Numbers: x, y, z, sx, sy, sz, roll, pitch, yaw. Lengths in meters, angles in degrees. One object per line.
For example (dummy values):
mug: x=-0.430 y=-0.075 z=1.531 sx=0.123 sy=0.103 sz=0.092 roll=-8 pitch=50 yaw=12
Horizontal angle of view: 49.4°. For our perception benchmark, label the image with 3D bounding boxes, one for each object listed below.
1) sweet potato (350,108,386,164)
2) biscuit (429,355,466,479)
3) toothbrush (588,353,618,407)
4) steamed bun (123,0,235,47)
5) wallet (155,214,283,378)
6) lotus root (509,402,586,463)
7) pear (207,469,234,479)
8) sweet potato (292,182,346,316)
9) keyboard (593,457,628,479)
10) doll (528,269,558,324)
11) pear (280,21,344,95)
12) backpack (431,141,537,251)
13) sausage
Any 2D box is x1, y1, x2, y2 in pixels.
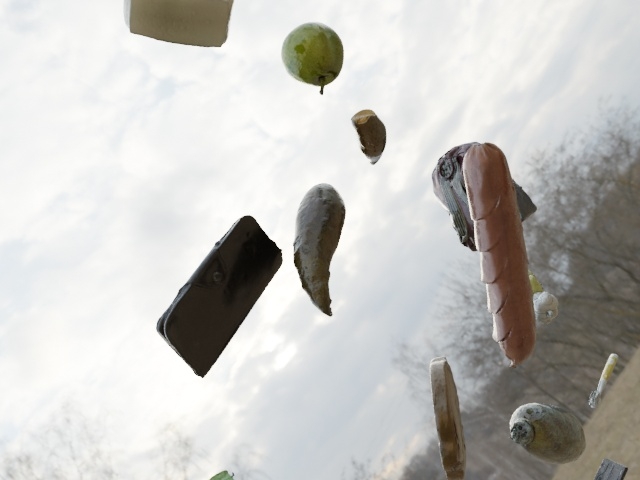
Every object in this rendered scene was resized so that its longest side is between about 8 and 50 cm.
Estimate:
sweet potato: x=0.125 y=-0.235 z=1.637 sx=0.077 sy=0.077 sz=0.244 roll=-52 pitch=-24 yaw=-7
biscuit: x=0.362 y=0.514 z=1.956 sx=0.359 sy=0.074 sz=0.381 roll=-83 pitch=-23 yaw=-50
toothbrush: x=0.640 y=0.307 z=1.567 sx=0.288 sy=0.021 sz=0.024 roll=-24 pitch=-65 yaw=-56
steamed bun: x=-0.319 y=-0.540 z=1.567 sx=0.241 sy=0.164 sz=0.146 roll=5 pitch=-45 yaw=-16
wallet: x=-0.223 y=0.118 z=1.618 sx=0.377 sy=0.051 sz=0.197 roll=-56 pitch=-49 yaw=-30
lotus root: x=0.658 y=0.554 z=2.026 sx=0.349 sy=0.175 sz=0.175 roll=29 pitch=-83 yaw=-42
pear: x=-0.228 y=0.726 z=1.643 sx=0.239 sy=0.288 sz=0.139 roll=-25 pitch=-48 yaw=-36
sweet potato: x=-0.004 y=-0.001 z=1.708 sx=0.423 sy=0.130 sz=0.130 roll=-86 pitch=8 yaw=-45
keyboard: x=0.432 y=0.417 z=1.089 sx=0.155 sy=0.010 sz=0.053 roll=-60 pitch=17 yaw=-8
doll: x=0.506 y=0.130 z=1.649 sx=0.062 sy=0.162 sz=0.106 roll=-18 pitch=-54 yaw=-3
pear: x=-0.010 y=-0.480 z=1.871 sx=0.166 sy=0.216 sz=0.180 roll=-31 pitch=-21 yaw=22
backpack: x=0.486 y=-0.150 z=2.183 sx=0.197 sy=0.317 sz=0.283 roll=-31 pitch=-6 yaw=-39
sausage: x=0.313 y=0.033 z=1.189 sx=0.088 sy=0.088 sz=0.433 roll=-36 pitch=-59 yaw=-42
